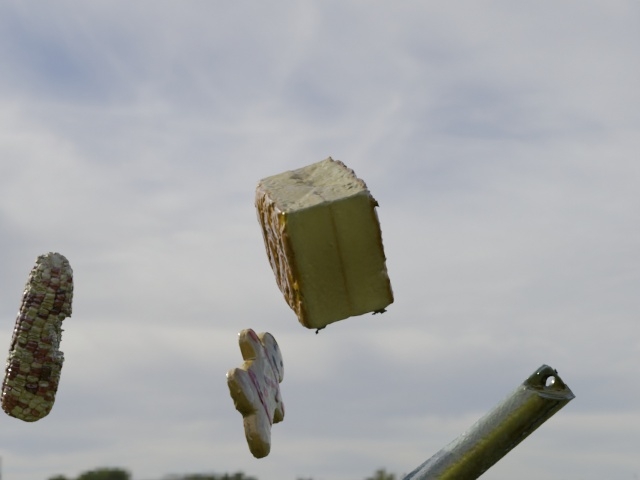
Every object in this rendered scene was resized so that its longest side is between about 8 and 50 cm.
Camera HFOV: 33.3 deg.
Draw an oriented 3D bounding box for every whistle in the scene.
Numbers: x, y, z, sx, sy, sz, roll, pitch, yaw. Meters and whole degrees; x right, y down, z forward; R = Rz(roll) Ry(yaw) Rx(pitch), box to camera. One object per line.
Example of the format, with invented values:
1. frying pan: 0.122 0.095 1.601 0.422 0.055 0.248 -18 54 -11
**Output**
1. whistle: 0.210 0.295 1.485 0.326 0.068 0.057 -40 11 2

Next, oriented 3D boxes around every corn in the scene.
1. corn: -0.473 0.163 1.811 0.098 0.289 0.098 14 1 0

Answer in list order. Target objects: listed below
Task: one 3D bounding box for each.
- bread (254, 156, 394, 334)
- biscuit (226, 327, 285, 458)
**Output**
1. bread: 0.000 0.000 2.184 0.207 0.279 0.279 -18 26 -9
2. biscuit: -0.086 0.203 1.559 0.030 0.153 0.234 -13 15 12
